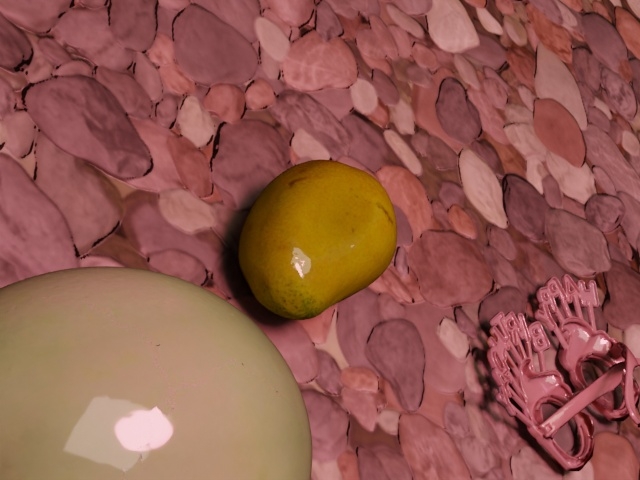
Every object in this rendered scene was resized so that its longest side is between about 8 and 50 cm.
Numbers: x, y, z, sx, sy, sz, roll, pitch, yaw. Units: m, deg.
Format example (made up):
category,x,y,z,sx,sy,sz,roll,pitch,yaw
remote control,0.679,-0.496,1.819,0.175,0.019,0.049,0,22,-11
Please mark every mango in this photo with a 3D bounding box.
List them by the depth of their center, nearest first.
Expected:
category,x,y,z,sx,sy,sz,roll,pitch,yaw
mango,-0.003,-0.006,1.053,0.163,0.089,0.117,-27,85,-50

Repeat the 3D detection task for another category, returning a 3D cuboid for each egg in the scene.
category,x,y,z,sx,sy,sz,roll,pitch,yaw
egg,-0.127,0.125,0.733,0.270,0.220,0.220,-1,66,-48

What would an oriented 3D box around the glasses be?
category,x,y,z,sx,sy,sz,roll,pitch,yaw
glasses,0.247,0.110,1.234,0.162,0.095,0.255,52,36,7
